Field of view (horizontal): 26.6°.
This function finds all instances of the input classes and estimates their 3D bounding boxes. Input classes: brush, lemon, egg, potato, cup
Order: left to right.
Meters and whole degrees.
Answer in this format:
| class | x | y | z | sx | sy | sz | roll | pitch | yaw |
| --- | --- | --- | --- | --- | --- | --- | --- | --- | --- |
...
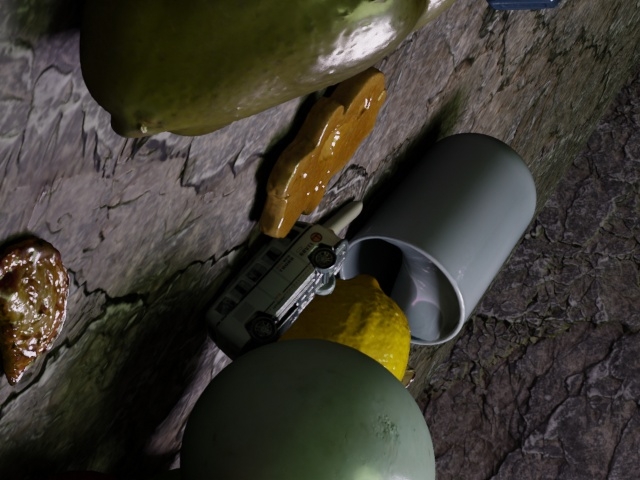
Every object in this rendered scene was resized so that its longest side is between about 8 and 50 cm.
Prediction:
| class | x | y | z | sx | sy | sz | roll | pitch | yaw |
| --- | --- | --- | --- | --- | --- | --- | --- | --- | --- |
| potato | -0.022 | -0.202 | 0.949 | 0.351 | 0.202 | 0.218 | -44 | 176 | -6 |
| egg | -0.012 | 0.250 | 1.484 | 0.276 | 0.276 | 0.389 | -57 | 161 | -11 |
| brush | 0.000 | 0.000 | 1.748 | 0.299 | 0.042 | 0.039 | -37 | 128 | -59 |
| lemon | 0.022 | 0.151 | 1.825 | 0.231 | 0.192 | 0.192 | -63 | 168 | -14 |
| cup | 0.189 | -0.014 | 2.042 | 0.312 | 0.205 | 0.205 | -49 | 163 | -39 |

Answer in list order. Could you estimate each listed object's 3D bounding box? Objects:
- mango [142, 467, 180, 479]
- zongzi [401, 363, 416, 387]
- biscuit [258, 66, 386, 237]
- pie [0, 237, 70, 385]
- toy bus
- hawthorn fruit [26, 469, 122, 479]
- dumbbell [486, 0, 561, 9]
| class | x | y | z | sx | sy | sz | roll | pitch | yaw |
| --- | --- | --- | --- | --- | --- | --- | --- | --- | --- |
| mango | -0.184 | 0.359 | 1.612 | 0.192 | 0.156 | 0.343 | -54 | 173 | 27 |
| zongzi | 0.004 | 0.272 | 2.223 | 0.260 | 0.123 | 0.289 | -56 | 152 | 13 |
| biscuit | 0.005 | -0.112 | 1.540 | 0.249 | 0.035 | 0.184 | -51 | 165 | -32 |
| pie | -0.227 | 0.047 | 1.066 | 0.088 | 0.033 | 0.191 | -57 | 166 | -25 |
| toy bus | -0.051 | 0.057 | 1.570 | 0.194 | 0.089 | 0.087 | -48 | 164 | -20 |
| hawthorn fruit | -0.199 | 0.360 | 1.293 | 0.295 | 0.295 | 0.311 | -49 | 166 | -36 |
| dumbbell | 0.219 | -0.356 | 1.556 | 0.156 | 0.143 | 0.316 | -60 | 166 | 8 |
